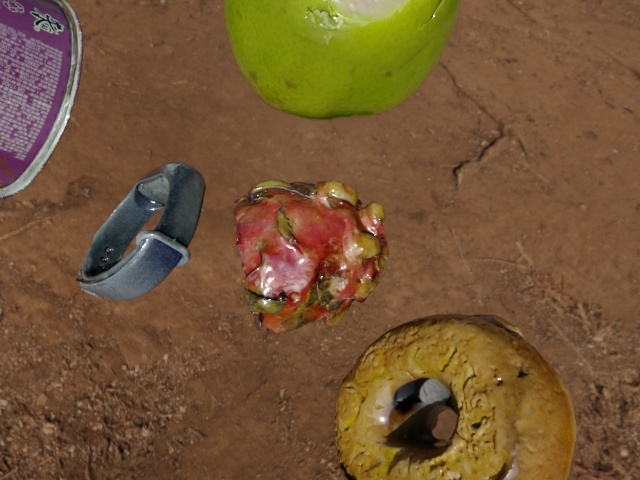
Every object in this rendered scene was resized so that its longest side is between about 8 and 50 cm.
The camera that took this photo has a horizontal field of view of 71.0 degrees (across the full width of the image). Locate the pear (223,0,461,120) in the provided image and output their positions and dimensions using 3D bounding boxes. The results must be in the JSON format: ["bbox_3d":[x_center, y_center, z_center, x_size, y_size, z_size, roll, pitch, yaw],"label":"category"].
[{"bbox_3d":[0.013,-0.184,0.374,0.187,0.219,0.188,0,91,-15],"label":"pear"}]

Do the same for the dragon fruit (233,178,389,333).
[{"bbox_3d":[0.000,0.000,0.853,0.262,0.296,0.314,-14,69,8],"label":"dragon fruit"}]

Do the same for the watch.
[{"bbox_3d":[-0.234,-0.010,0.596,0.068,0.206,0.193,37,66,-37],"label":"watch"}]

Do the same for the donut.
[{"bbox_3d":[0.164,0.243,0.609,0.150,0.317,0.299,24,12,-38],"label":"donut"}]

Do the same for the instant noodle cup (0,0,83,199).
[{"bbox_3d":[-0.539,-0.243,0.602,0.266,0.340,0.340,16,31,-55],"label":"instant noodle cup"}]
